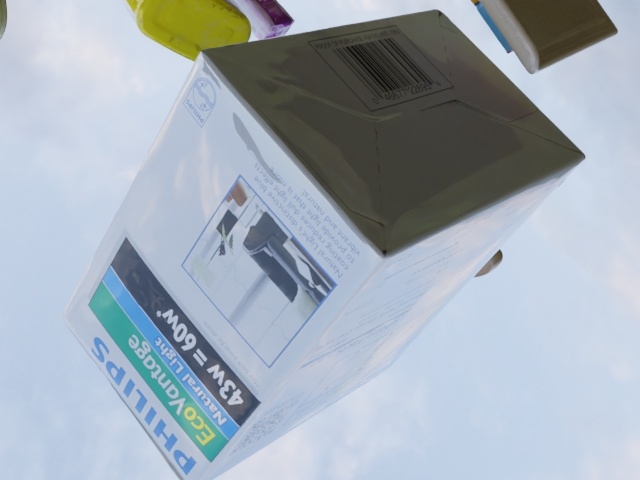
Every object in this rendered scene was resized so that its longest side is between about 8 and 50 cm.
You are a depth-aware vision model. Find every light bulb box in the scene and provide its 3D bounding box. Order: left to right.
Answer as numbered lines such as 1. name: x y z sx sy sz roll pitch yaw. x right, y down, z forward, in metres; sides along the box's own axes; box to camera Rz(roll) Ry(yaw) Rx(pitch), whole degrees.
1. light bulb box: 0.000 0.000 0.937 0.225 0.361 0.358 50 -141 15

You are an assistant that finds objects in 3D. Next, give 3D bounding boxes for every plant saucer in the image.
1. plant saucer: 0.180 0.024 1.179 0.083 0.083 0.015 28 -128 -24

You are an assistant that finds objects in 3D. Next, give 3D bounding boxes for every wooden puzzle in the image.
1. wooden puzzle: 0.171 -0.260 0.898 0.221 0.044 0.239 57 -143 3

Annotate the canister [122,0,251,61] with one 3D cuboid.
1. canister: -0.150 -0.251 0.960 0.126 0.073 0.170 21 -155 -42

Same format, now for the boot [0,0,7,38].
1. boot: -0.441 -0.305 1.037 0.165 0.077 0.213 -11 -108 -61

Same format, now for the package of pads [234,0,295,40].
1. package of pads: -0.074 -0.270 1.118 0.083 0.032 0.050 50 -139 7
